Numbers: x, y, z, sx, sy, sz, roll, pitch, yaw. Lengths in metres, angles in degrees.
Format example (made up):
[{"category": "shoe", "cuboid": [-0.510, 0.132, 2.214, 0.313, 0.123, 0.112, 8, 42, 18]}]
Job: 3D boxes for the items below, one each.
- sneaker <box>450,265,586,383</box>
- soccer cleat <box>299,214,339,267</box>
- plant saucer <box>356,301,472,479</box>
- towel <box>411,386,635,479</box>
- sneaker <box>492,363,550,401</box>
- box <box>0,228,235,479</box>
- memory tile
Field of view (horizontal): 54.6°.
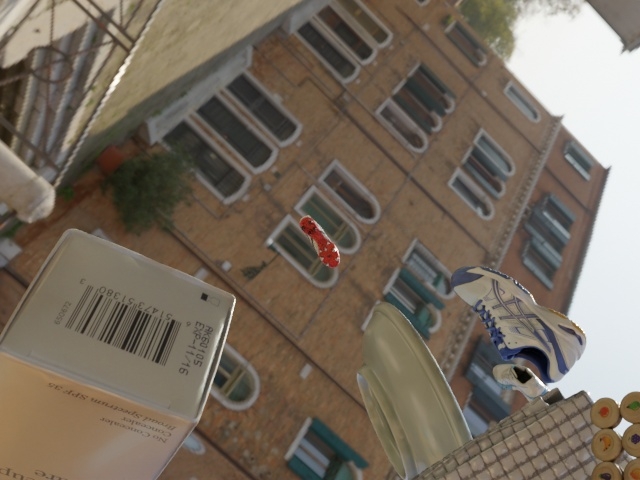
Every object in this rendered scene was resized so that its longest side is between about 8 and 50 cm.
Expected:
[{"category": "sneaker", "cuboid": [0.379, 0.166, 1.249, 0.131, 0.296, 0.112, -49, 158, -21]}, {"category": "soccer cleat", "cuboid": [0.000, 0.000, 0.849, 0.029, 0.083, 0.036, -34, -166, 12]}, {"category": "plant saucer", "cuboid": [0.151, 0.312, 1.117, 0.100, 0.401, 0.400, -21, -177, -8]}, {"category": "towel", "cuboid": [0.254, 0.340, 0.747, 0.283, 0.235, 0.121, -28, 162, -11]}, {"category": "sneaker", "cuboid": [0.496, 0.338, 1.565, 0.071, 0.083, 0.190, -40, -162, -13]}, {"category": "box", "cuboid": [-0.202, 0.150, 0.538, 0.311, 0.148, 0.121, -56, -164, 41]}, {"category": "memory tile", "cuboid": [0.335, 0.228, 0.651, 0.113, 0.012, 0.148, -32, -144, 48]}]
